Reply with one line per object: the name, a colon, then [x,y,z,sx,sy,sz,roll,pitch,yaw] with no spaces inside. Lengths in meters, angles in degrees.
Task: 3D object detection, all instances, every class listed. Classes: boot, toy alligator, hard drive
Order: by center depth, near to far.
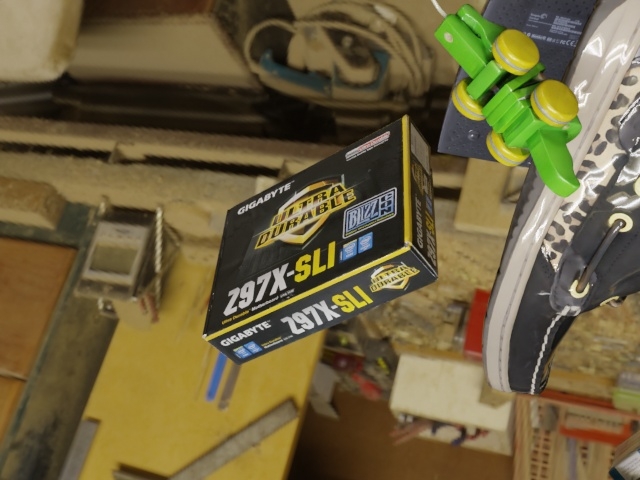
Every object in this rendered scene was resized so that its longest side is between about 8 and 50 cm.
toy alligator: [0.112,-0.111,0.531,0.189,0.051,0.056,56,141,13]
boot: [0.292,0.009,0.636,0.284,0.138,0.377,20,122,16]
hard drive: [0.245,-0.203,0.983,0.172,0.054,0.254,9,131,-9]

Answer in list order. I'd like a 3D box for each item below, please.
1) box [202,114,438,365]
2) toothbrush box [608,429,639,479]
box: [0.000,0.000,1.133,0.322,0.257,0.079,-25,129,26]
toothbrush box: [0.530,0.318,1.000,0.295,0.216,0.126,50,-160,15]
